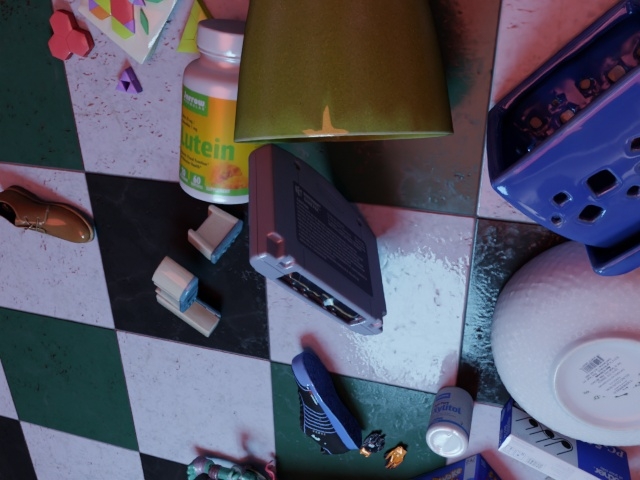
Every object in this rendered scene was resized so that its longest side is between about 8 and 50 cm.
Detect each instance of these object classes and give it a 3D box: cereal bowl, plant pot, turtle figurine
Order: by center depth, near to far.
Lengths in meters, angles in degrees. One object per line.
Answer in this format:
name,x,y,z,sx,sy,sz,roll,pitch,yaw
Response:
plant pot,0.352,-0.114,0.687,0.212,0.236,0.236,42,122,-12
plant pot,0.024,-0.273,0.727,0.275,0.275,0.293,1,98,19
cereal bowl,0.418,0.170,0.852,0.339,0.141,0.338,8,119,16
turtle figurine,-0.173,0.538,1.261,0.234,0.118,0.175,2,104,35

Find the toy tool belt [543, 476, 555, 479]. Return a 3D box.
toy tool belt,0.438,0.422,1.028,0.051,0.052,0.083,26,131,-31

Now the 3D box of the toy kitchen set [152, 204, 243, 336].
toy kitchen set,-0.199,0.059,1.065,0.122,0.166,0.207,36,158,1

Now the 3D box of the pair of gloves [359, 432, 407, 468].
pair of gloves,0.123,0.412,1.153,0.083,0.010,0.074,30,123,7

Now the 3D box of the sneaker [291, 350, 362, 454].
sneaker,-0.009,0.315,1.111,0.091,0.081,0.232,-23,107,20

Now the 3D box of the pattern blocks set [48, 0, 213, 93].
pattern blocks set,-0.289,-0.382,0.897,0.286,0.026,0.324,27,121,5

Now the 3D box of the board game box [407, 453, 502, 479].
board game box,0.308,0.595,1.137,0.233,0.078,0.347,-34,100,30

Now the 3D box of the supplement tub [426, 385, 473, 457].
supplement tub,0.223,0.310,1.009,0.071,0.107,0.070,8,118,15

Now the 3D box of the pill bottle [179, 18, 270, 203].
pill bottle,-0.137,-0.190,0.873,0.137,0.136,0.245,16,119,12

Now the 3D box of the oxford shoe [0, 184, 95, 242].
oxford shoe,-0.537,-0.037,1.131,0.213,0.076,0.076,19,118,8

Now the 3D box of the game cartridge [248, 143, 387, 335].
game cartridge,0.000,0.000,0.831,0.060,0.195,0.294,-19,144,27

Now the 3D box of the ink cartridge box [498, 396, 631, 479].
ink cartridge box,0.400,0.347,0.970,0.207,0.097,0.046,26,121,7
